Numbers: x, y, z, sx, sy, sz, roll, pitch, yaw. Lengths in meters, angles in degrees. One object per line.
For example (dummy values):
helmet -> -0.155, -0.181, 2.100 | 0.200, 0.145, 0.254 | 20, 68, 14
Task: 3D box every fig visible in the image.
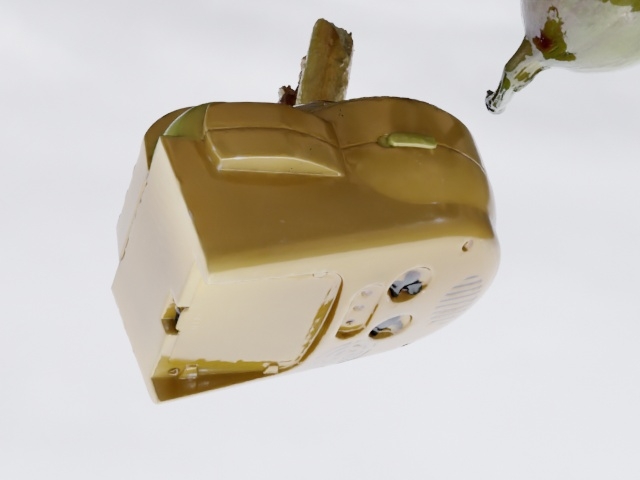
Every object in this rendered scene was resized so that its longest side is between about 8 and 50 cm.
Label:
fig -> 0.212, -0.199, 1.218 | 0.186, 0.142, 0.148 | -36, -157, -10

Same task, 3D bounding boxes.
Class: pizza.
pizza -> -0.027, -0.105, 1.829 | 0.086, 0.335, 0.226 | 11, -175, -4

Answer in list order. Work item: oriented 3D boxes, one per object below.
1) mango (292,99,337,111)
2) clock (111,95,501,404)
mango -> -0.010, -0.081, 1.570 | 0.166, 0.136, 0.236 | -2, -170, 10
clock -> 0.000, 0.000, 1.251 | 0.317, 0.244, 0.200 | -2, -122, -23
